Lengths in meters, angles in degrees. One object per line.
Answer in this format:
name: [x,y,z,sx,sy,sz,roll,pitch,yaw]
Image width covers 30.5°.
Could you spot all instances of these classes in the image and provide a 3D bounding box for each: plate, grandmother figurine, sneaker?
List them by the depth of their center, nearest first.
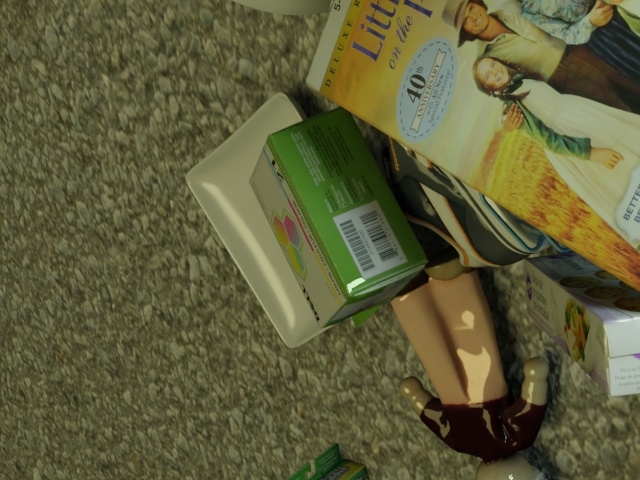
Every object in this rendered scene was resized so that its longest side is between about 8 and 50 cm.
sneaker: [0.110,-0.109,1.204,0.127,0.126,0.321,-33,87,51]
grandmother figurine: [0.172,0.178,1.339,0.207,0.104,0.343,-9,106,55]
plate: [-0.032,-0.022,1.487,0.277,0.045,0.278,59,143,2]

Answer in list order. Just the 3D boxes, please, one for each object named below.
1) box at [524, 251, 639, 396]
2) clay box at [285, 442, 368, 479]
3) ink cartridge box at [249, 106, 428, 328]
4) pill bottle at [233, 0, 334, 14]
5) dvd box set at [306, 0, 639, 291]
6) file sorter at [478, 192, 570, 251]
box: [0.245,0.066,1.050,0.324,0.067,0.063,-92,-4,-82]
clay box: [0.023,0.409,1.640,0.053,0.127,0.222,8,120,45]
ink cartridge box: [0.000,0.000,1.281,0.189,0.097,0.255,63,159,12]
pill bottle: [-0.016,-0.408,1.087,0.204,0.204,0.361,38,137,26]
dvd box set: [0.190,-0.181,0.964,0.420,0.062,0.308,37,114,35]
file sorter: [0.247,-0.055,1.065,0.170,0.105,0.118,1,146,49]
